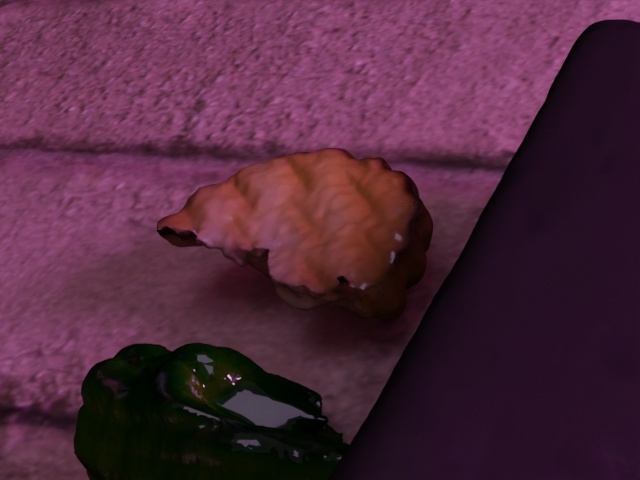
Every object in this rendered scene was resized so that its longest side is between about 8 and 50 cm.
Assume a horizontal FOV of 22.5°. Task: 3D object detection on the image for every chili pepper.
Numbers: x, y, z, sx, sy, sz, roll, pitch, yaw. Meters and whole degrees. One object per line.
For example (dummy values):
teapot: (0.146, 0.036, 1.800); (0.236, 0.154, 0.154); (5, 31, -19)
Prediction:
chili pepper: (-0.019, 0.100, 0.771); (0.253, 0.083, 0.099); (3, 31, 32)

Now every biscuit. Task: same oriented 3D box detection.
biscuit: (0.000, 0.000, 0.929); (0.118, 0.061, 0.183); (-39, 36, -27)

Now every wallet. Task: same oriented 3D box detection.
wallet: (0.155, 0.027, 0.730); (0.197, 0.051, 0.377); (19, 45, 16)
